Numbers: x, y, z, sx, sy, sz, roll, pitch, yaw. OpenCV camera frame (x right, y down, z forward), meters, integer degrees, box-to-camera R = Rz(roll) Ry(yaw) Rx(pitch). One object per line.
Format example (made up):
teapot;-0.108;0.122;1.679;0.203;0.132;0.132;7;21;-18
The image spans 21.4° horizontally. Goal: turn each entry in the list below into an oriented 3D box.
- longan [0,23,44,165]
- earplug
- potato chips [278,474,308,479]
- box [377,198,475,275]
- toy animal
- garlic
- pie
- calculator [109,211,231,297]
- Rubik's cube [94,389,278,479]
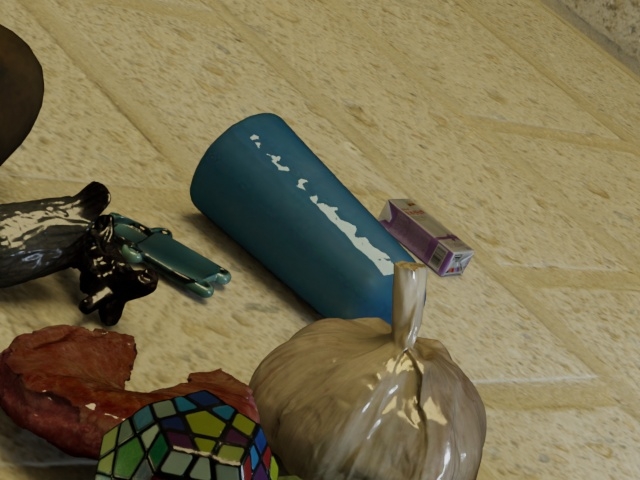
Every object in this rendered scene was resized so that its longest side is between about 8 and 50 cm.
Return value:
longan;-0.347;-0.132;1.567;0.189;0.189;0.189;24;22;-10
earplug;0.000;0.000;1.748;0.273;0.132;0.132;44;26;25
potato chips;0.058;0.297;1.221;0.358;0.070;0.429;-6;37;-44
box;0.125;-0.005;2.012;0.117;0.036;0.050;41;25;31
toy animal;-0.251;-0.001;1.466;0.210;0.117;0.121;10;34;-41
garlic;0.058;0.118;1.440;0.218;0.212;0.218;18;24;-8
pie;-0.152;0.124;1.329;0.219;0.054;0.204;18;13;4
calculator;-0.158;0.012;1.669;0.141;0.019;0.094;30;22;9
Rubik's cube;-0.092;0.169;1.166;0.133;0.133;0.112;-2;63;-51
